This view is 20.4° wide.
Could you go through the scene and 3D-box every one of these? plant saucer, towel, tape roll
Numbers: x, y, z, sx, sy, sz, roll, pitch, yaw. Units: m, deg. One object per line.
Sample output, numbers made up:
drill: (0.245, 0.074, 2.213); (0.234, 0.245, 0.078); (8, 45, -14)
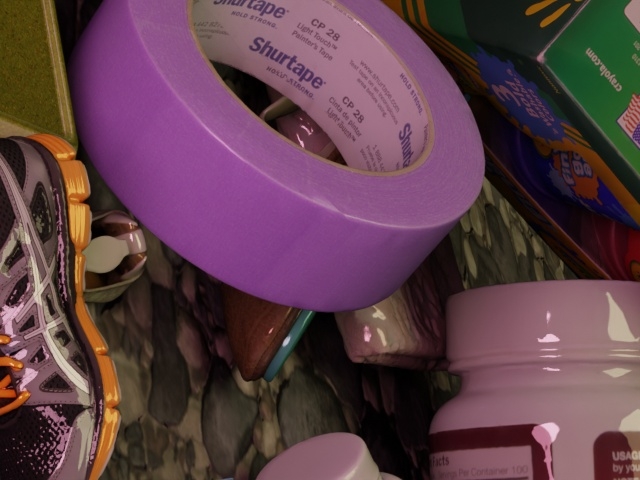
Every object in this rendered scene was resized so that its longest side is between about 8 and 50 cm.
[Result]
plant saucer: (-0.198, -0.120, 1.005); (0.188, 0.045, 0.188); (22, 55, -66)
towel: (0.042, -0.047, 1.553); (0.317, 0.053, 0.331); (19, 52, -69)
tape roll: (-0.027, -0.085, 1.180); (0.275, 0.090, 0.275); (25, 36, -20)

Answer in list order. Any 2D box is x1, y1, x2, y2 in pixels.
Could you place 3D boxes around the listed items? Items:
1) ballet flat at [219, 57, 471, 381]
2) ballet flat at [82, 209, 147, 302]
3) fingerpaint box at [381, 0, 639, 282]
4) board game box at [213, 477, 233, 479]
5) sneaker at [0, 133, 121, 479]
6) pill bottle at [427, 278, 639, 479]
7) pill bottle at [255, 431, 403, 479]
ballet flat: (-0.007, -0.042, 1.328); (0.124, 0.116, 0.342); (36, 55, -1)
ballet flat: (-0.132, 0.011, 1.072); (0.168, 0.052, 0.057); (-32, 105, -71)
fingerpaint box: (0.261, -0.086, 1.511); (0.445, 0.163, 0.371); (45, -7, -28)
board game box: (-0.074, 0.251, 1.059); (0.160, 0.039, 0.211); (13, 63, -69)
sneaker: (-0.165, 0.044, 0.934); (0.083, 0.084, 0.215); (8, 65, -49)
pill bottle: (0.201, 0.237, 1.459); (0.224, 0.224, 0.392); (21, 67, -67)
pill bottle: (0.032, 0.244, 1.240); (0.117, 0.117, 0.215); (-66, 136, -62)
